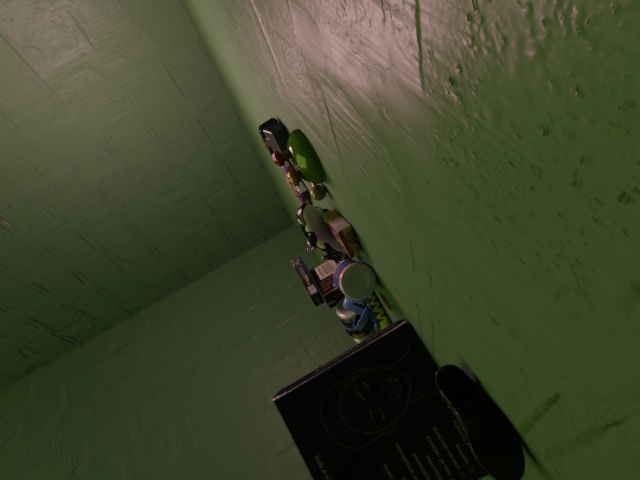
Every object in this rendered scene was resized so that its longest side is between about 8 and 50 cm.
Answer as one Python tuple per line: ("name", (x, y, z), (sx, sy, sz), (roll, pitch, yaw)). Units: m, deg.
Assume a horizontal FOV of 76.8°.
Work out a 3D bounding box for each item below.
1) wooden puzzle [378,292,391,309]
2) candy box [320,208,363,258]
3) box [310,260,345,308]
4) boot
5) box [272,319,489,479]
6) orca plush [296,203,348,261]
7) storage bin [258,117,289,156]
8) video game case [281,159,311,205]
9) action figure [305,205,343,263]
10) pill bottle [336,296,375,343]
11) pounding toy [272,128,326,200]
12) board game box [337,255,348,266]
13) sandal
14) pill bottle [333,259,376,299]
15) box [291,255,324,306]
("wooden puzzle", (0.226, 0.214, 1.413), (0.049, 0.006, 0.083), (62, 175, -16))
("candy box", (0.069, -0.026, 1.341), (0.109, 0.053, 0.186), (62, 176, -27))
("box", (0.068, 0.222, 2.125), (0.167, 0.169, 0.203), (58, 176, 30))
("boot", (0.344, 0.395, 0.904), (0.263, 0.091, 0.229), (62, -178, 32))
("box", (0.180, 0.578, 1.276), (0.479, 0.472, 0.297), (60, 175, 13))
("orca plush", (-0.005, -0.032, 1.470), (0.102, 0.151, 0.287), (0, 159, 44))
("storage bin", (-0.159, -0.368, 1.483), (0.091, 0.098, 0.135), (36, 158, 53))
("video game case", (-0.116, -0.265, 1.901), (0.210, 0.042, 0.232), (57, 175, 16))
("action figure", (0.000, 0.000, 1.706), (0.275, 0.141, 0.164), (61, 164, 16))
("pill bottle", (0.194, 0.424, 2.129), (0.264, 0.153, 0.153), (63, 175, -35))
("pounding toy", (-0.073, -0.226, 1.273), (0.183, 0.110, 0.237), (58, 174, 27))
("board game box", (0.115, 0.109, 1.726), (0.133, 0.033, 0.168), (104, 151, -50))
("sandal", (0.145, 0.228, 1.583), (0.317, 0.138, 0.126), (62, 177, 2))
("pill bottle", (0.111, 0.131, 1.409), (0.124, 0.124, 0.221), (61, 174, -4))
("box", (-0.065, 0.216, 2.123), (0.232, 0.059, 0.183), (60, 175, 27))
